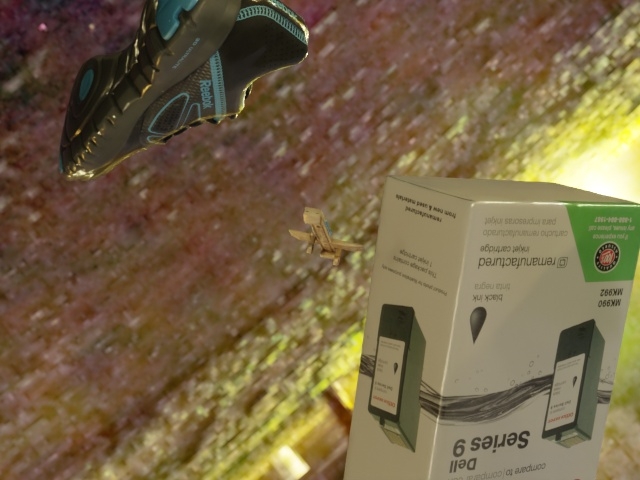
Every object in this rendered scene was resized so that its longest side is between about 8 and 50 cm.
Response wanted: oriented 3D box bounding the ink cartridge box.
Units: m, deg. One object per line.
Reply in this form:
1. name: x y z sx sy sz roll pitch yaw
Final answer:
1. ink cartridge box: 0.151 0.097 0.886 0.211 0.121 0.289 -1 104 -34

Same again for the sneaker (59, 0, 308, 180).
1. sneaker: -0.148 -0.137 0.988 0.139 0.125 0.341 16 152 -33

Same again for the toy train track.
1. toy train track: 0.000 0.000 0.610 0.083 0.048 0.014 67 37 -71
